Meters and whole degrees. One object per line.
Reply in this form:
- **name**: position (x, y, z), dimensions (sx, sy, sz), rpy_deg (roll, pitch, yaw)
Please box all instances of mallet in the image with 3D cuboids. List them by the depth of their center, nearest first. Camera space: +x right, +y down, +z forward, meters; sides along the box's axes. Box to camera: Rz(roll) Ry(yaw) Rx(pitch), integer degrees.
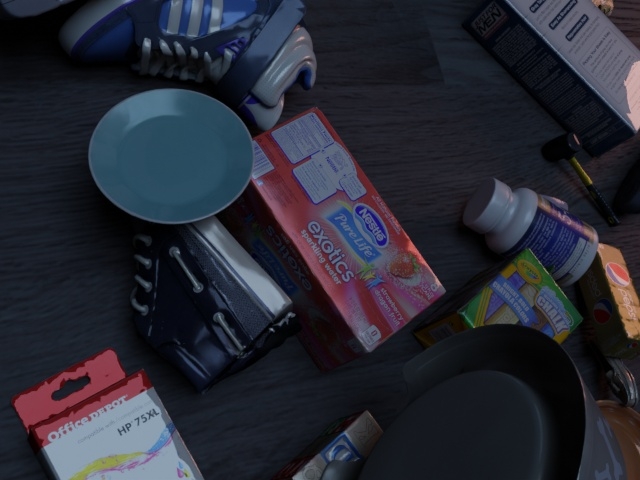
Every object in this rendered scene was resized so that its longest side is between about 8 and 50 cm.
- **mallet**: position (0.464, -0.105, 1.263), dimensions (0.190, 0.062, 0.039), rpy_deg (49, 60, -1)

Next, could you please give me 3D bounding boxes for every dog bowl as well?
- **dog bowl**: position (0.138, 0.252, 0.726), dimensions (0.102, 0.349, 0.349), rpy_deg (41, 59, -18)

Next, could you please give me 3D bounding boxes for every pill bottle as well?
- **pill bottle**: position (0.320, -0.016, 1.135), dimensions (0.186, 0.112, 0.112), rpy_deg (29, 61, -12)

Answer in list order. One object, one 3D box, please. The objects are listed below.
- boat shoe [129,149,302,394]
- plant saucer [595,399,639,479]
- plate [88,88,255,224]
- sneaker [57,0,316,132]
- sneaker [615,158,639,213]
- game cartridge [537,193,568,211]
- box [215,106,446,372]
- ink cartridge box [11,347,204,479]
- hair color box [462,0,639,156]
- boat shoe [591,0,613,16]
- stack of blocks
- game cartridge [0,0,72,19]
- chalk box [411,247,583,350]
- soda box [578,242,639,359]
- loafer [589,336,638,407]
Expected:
- **boat shoe**: position (-0.189, 0.029, 0.888), dimensions (0.158, 0.127, 0.340), rpy_deg (-42, 80, -14)
- **plant saucer**: position (0.430, 0.339, 1.090), dimensions (0.200, 0.037, 0.200), rpy_deg (8, 67, -20)
- **plate**: position (-0.170, -0.096, 0.851), dimensions (0.188, 0.024, 0.188), rpy_deg (4, 61, -7)
- **sneaker**: position (-0.155, -0.241, 0.999), dimensions (0.323, 0.130, 0.236), rpy_deg (-28, 90, -24)
- **sneaker**: position (0.652, -0.126, 1.328), dimensions (0.131, 0.112, 0.319), rpy_deg (46, 60, 1)
- **game cartridge**: position (0.358, -0.057, 1.200), dimensions (0.083, 0.056, 0.017), rpy_deg (12, 73, -20)
- **box**: position (0.000, 0.000, 0.966), dimensions (0.154, 0.142, 0.300), rpy_deg (-33, 87, -30)
- **ink cartridge box**: position (-0.227, 0.238, 0.809), dimensions (0.134, 0.078, 0.231), rpy_deg (-28, 83, -30)
- **hair color box**: position (0.441, -0.336, 1.318), dimensions (0.347, 0.105, 0.174), rpy_deg (45, 59, -3)
- **boat shoe**: position (0.545, -0.461, 1.438), dimensions (0.059, 0.063, 0.170), rpy_deg (39, 59, 1)
- **stack of blocks**: position (0.069, 0.379, 0.882), dimensions (0.171, 0.087, 0.297), rpy_deg (-36, 88, -31)
- **game cartridge**: position (-0.299, -0.354, 0.943), dimensions (0.297, 0.198, 0.062), rpy_deg (-34, 118, -27)
- **chalk box**: position (0.265, 0.109, 1.050), dimensions (0.213, 0.132, 0.132), rpy_deg (-35, 87, -29)
- **soda box**: position (0.460, 0.094, 1.160), dimensions (0.061, 0.058, 0.181), rpy_deg (12, 50, -21)
- **loafer**: position (0.452, 0.203, 1.142), dimensions (0.039, 0.045, 0.125), rpy_deg (2, 47, -7)
